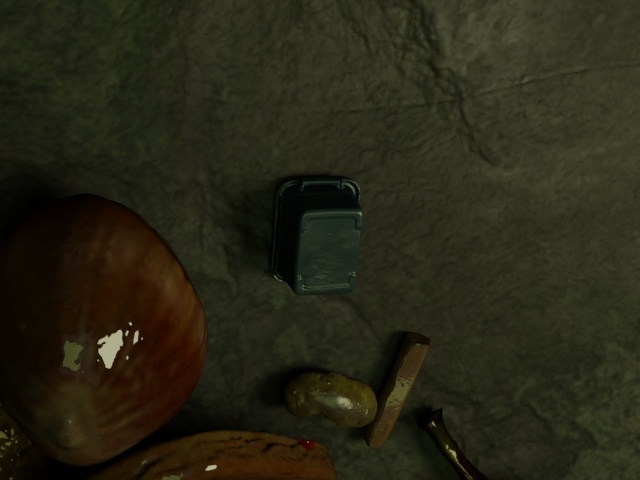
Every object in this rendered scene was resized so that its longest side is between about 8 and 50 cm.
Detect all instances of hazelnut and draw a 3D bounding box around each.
[{"bbox_3d":[-0.185,0.077,1.432,0.176,0.214,0.214,-11,120,20],"label":"hazelnut"}]

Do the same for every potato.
[{"bbox_3d":[0.010,0.139,1.604,0.092,0.045,0.046,15,145,-19],"label":"potato"}]

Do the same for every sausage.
[{"bbox_3d":[0.067,0.137,1.630,0.026,0.026,0.116,15,110,-22],"label":"sausage"}]

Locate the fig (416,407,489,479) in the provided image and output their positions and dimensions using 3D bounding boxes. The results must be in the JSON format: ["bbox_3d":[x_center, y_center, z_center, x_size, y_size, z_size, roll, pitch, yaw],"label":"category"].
[{"bbox_3d":[0.208,0.279,1.664,0.191,0.190,0.290,-15,101,-9],"label":"fig"}]

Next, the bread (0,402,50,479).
[{"bbox_3d":[-0.332,0.172,1.500,0.211,0.083,0.114,-4,119,-13],"label":"bread"}]

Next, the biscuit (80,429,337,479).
[{"bbox_3d":[-0.142,0.230,1.537,0.262,0.052,0.277,-32,157,24],"label":"biscuit"}]

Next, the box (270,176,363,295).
[{"bbox_3d":[0.000,0.000,1.531,0.074,0.054,0.099,-1,115,-14],"label":"box"}]
